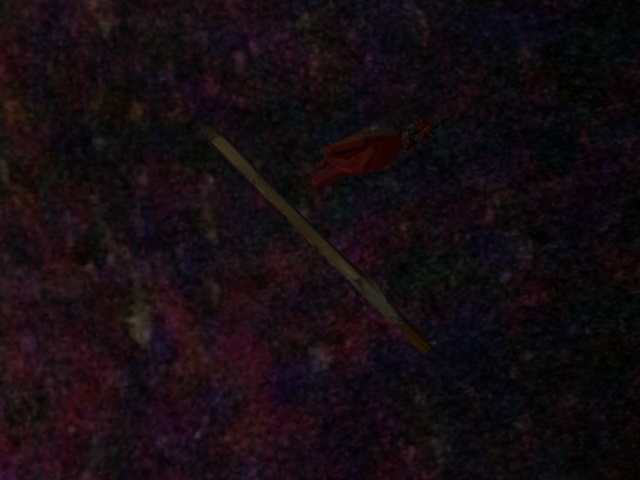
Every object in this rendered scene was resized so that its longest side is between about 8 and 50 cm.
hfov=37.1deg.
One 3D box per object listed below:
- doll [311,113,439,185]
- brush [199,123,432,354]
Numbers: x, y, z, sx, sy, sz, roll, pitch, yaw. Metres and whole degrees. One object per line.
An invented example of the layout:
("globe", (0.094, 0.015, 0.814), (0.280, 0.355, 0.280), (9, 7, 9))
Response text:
("doll", (0.073, -0.118, 1.233), (0.109, 0.169, 0.057), (115, 138, -69))
("brush", (0.000, 0.000, 0.951), (0.020, 0.336, 0.085), (-44, 29, 2))
